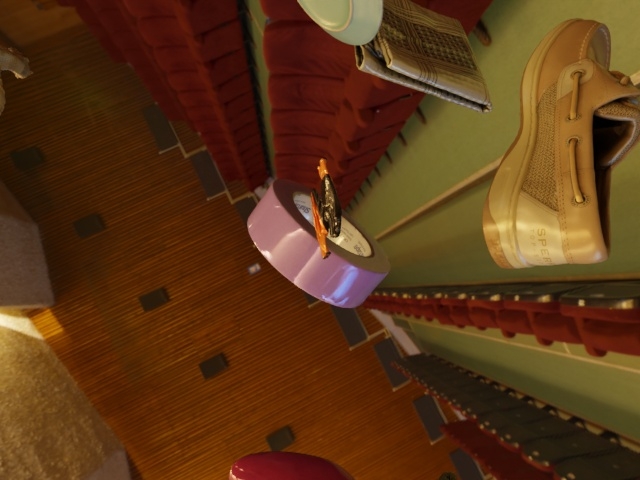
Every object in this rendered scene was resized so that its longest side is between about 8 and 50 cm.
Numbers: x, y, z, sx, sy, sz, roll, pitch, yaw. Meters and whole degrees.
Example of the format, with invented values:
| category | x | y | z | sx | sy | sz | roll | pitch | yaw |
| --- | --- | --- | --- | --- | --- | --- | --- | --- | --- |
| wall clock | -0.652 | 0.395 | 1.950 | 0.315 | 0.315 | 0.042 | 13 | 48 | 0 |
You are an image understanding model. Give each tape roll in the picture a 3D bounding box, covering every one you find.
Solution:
| category | x | y | z | sx | sy | sz | roll | pitch | yaw |
| --- | --- | --- | --- | --- | --- | --- | --- | --- | --- |
| tape roll | 0.000 | 0.000 | 0.846 | 0.275 | 0.090 | 0.275 | 34 | -162 | -13 |

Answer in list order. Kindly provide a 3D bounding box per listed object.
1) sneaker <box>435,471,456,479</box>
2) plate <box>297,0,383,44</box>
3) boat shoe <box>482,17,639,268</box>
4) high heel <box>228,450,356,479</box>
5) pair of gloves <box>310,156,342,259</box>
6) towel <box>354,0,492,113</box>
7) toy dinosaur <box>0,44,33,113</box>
| category | x | y | z | sx | sy | sz | roll | pitch | yaw |
| --- | --- | --- | --- | --- | --- | --- | --- | --- | --- |
| sneaker | 0.224 | 0.486 | 0.768 | 0.051 | 0.089 | 0.170 | -60 | 22 | 26 |
| plate | 0.000 | -0.316 | 0.529 | 0.188 | 0.024 | 0.188 | 45 | 169 | 11 |
| boat shoe | 0.277 | -0.114 | 0.465 | 0.110 | 0.341 | 0.121 | -1 | 145 | 48 |
| high heel | 0.033 | 0.407 | 0.583 | 0.181 | 0.377 | 0.127 | 6 | -77 | -83 |
| pair of gloves | 0.005 | -0.028 | 0.414 | 0.083 | 0.010 | 0.074 | 116 | 145 | -66 |
| towel | 0.210 | -0.432 | 0.951 | 0.056 | 0.324 | 0.312 | 129 | 145 | -51 |
| toy dinosaur | -0.250 | -0.119 | 0.293 | 0.183 | 0.053 | 0.092 | -80 | -14 | -52 |
